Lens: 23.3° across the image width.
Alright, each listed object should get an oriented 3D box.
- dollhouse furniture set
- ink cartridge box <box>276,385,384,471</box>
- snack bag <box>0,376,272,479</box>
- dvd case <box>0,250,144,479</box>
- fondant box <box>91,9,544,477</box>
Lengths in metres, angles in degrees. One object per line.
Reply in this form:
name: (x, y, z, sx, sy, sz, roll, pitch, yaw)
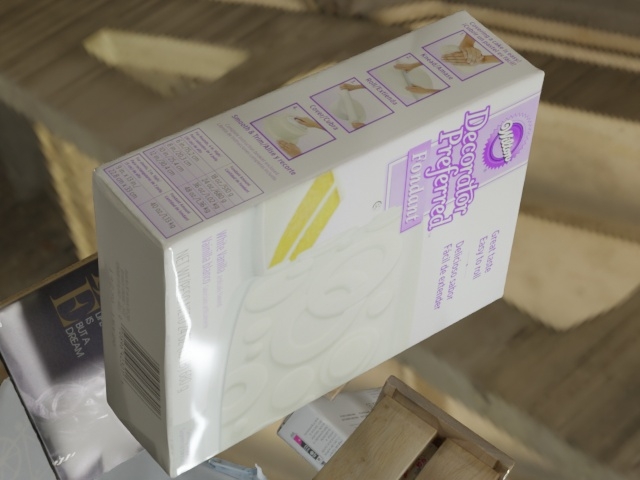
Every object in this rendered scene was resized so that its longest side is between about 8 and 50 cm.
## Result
dollhouse furniture set: (0.041, 0.310, 1.343, 0.355, 0.303, 0.174, 35, -40, 14)
ink cartridge box: (0.134, 0.321, 2.003, 0.330, 0.071, 0.324, 42, 12, 18)
snack bag: (-0.222, 0.318, 1.395, 0.323, 0.342, 0.037, 17, -2, 27)
dvd case: (-0.139, 0.079, 1.238, 0.018, 0.221, 0.164, 16, -49, 60)
fondant box: (0.000, 0.000, 1.138, 0.096, 0.330, 0.238, 43, -34, 33)
